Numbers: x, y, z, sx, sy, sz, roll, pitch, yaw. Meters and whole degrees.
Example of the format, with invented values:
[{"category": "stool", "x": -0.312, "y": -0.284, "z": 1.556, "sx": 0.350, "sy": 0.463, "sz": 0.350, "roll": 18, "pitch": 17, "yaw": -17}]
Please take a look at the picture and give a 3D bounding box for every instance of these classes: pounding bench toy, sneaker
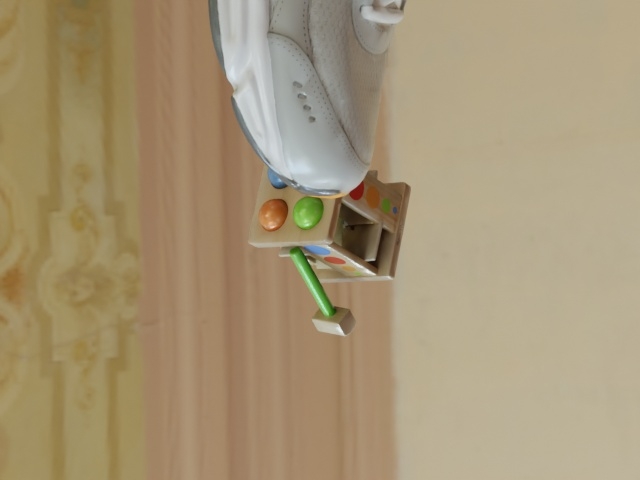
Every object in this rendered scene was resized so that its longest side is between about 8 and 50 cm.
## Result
[{"category": "pounding bench toy", "x": 0.000, "y": 0.000, "z": 0.682, "sx": 0.065, "sy": 0.052, "sz": 0.083, "roll": 30, "pitch": -115, "yaw": -46}, {"category": "sneaker", "x": 0.028, "y": -0.144, "z": 0.508, "sx": 0.099, "sy": 0.121, "sz": 0.262, "roll": -34, "pitch": -53, "yaw": -75}]
